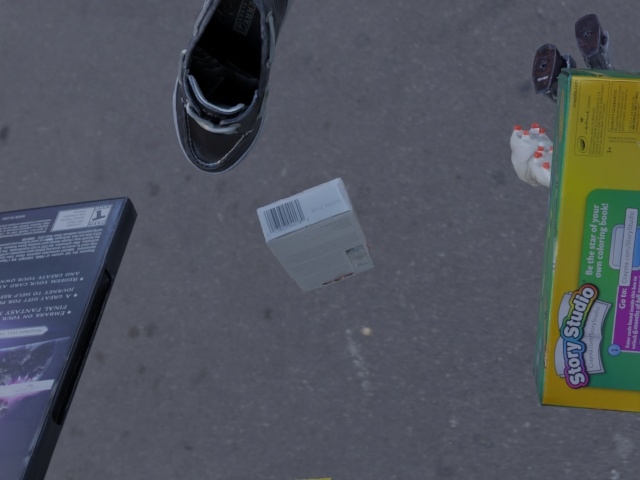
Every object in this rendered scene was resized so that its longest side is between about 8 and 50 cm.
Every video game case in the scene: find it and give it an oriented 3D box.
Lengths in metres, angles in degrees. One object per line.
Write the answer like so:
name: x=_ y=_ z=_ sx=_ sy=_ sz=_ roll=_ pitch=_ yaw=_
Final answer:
video game case: x=-0.253 y=0.079 z=0.640 sx=0.196 sy=0.026 sz=0.274 roll=-6 pitch=45 yaw=14

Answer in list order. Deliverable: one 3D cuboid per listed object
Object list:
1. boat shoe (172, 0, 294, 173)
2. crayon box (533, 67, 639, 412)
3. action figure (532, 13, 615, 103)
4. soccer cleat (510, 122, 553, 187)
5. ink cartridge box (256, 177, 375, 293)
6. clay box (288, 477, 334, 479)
boat shoe: x=-0.097 y=-0.157 z=0.925 sx=0.301 sy=0.108 sz=0.102 roll=120 pitch=171 yaw=-49
crayon box: x=0.271 y=0.003 z=0.749 sx=0.166 sy=0.081 sz=0.278 roll=4 pitch=103 yaw=8
action figure: x=0.410 y=-0.195 z=1.313 sx=0.185 sy=0.285 sz=0.099 roll=-24 pitch=52 yaw=31
soccer cleat: x=0.310 y=-0.102 z=1.262 sx=0.196 sy=0.068 sz=0.076 roll=-101 pitch=7 yaw=-65
ink cartridge box: x=0.000 y=0.000 z=0.655 sx=0.063 sy=0.115 sz=0.029 roll=-20 pitch=66 yaw=4
clay box: x=0.011 y=0.271 z=0.781 sx=0.127 sy=0.222 sz=0.053 roll=-19 pitch=31 yaw=46
